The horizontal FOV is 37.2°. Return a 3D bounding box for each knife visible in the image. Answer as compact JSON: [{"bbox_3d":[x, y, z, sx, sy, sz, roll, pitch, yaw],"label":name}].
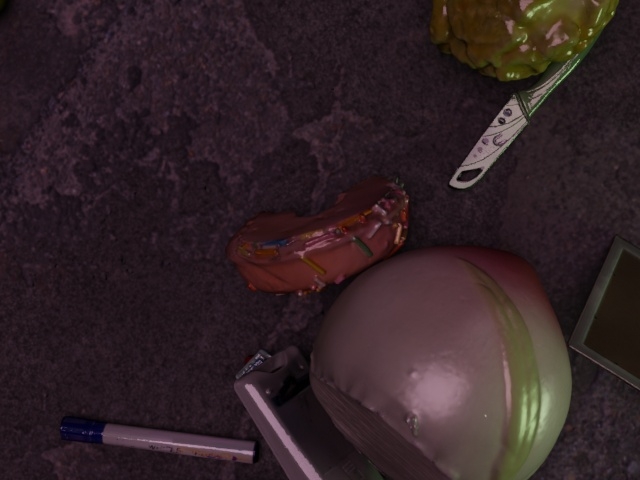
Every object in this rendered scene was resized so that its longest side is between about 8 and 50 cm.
[{"bbox_3d":[0.260,-0.177,1.192,0.043,0.020,0.293,39,96,4],"label":"knife"}]

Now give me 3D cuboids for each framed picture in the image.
[{"bbox_3d":[0.429,0.129,1.101,0.274,0.217,0.017,34,137,8],"label":"framed picture"}]

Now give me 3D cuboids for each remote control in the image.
[{"bbox_3d":[0.022,0.274,1.141,0.055,0.109,0.313,-36,86,48],"label":"remote control"}]

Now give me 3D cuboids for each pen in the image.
[{"bbox_3d":[-0.212,0.263,1.250,0.269,0.033,0.033,6,91,7],"label":"pen"}]

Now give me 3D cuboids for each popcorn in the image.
[{"bbox_3d":[0.235,-0.301,1.110,0.235,0.181,0.217,-11,97,38],"label":"popcorn"}]

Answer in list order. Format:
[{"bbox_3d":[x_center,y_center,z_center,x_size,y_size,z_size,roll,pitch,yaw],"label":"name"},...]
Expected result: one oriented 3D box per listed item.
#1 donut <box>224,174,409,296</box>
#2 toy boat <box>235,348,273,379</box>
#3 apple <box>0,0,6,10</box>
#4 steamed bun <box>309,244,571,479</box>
[{"bbox_3d":[0.000,0.000,1.144,0.233,0.199,0.085,-17,106,9],"label":"donut"},{"bbox_3d":[-0.037,0.210,1.212,0.173,0.059,0.069,44,95,6],"label":"toy boat"},{"bbox_3d":[-0.464,-0.332,1.265,0.089,0.074,0.089,0,92,9],"label":"apple"},{"bbox_3d":[0.157,0.129,1.082,0.309,0.309,0.309,0,90,8],"label":"steamed bun"}]
